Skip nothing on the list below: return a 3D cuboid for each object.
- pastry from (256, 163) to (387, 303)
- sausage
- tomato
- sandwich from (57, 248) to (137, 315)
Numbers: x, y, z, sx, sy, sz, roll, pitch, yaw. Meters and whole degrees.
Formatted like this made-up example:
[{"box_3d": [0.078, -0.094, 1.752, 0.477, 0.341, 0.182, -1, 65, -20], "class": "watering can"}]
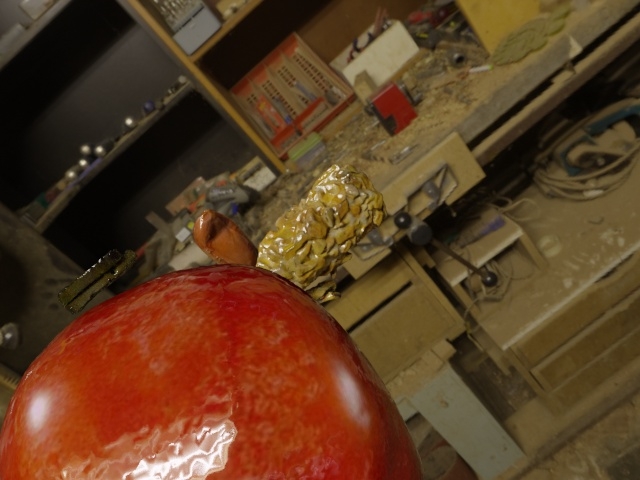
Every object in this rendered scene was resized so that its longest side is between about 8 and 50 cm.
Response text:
[{"box_3d": [0.000, 0.000, 0.827, 0.250, 0.154, 0.102, -49, 44, -4], "class": "pastry"}, {"box_3d": [-0.188, 0.007, 1.020, 0.089, 0.179, 0.089, -25, 37, 21], "class": "sausage"}, {"box_3d": [-0.084, 0.179, 0.437, 0.293, 0.325, 0.290, -29, 57, -4], "class": "tomato"}, {"box_3d": [-0.217, 0.039, 0.499, 0.101, 0.026, 0.069, -37, 6, 8], "class": "sandwich"}]
